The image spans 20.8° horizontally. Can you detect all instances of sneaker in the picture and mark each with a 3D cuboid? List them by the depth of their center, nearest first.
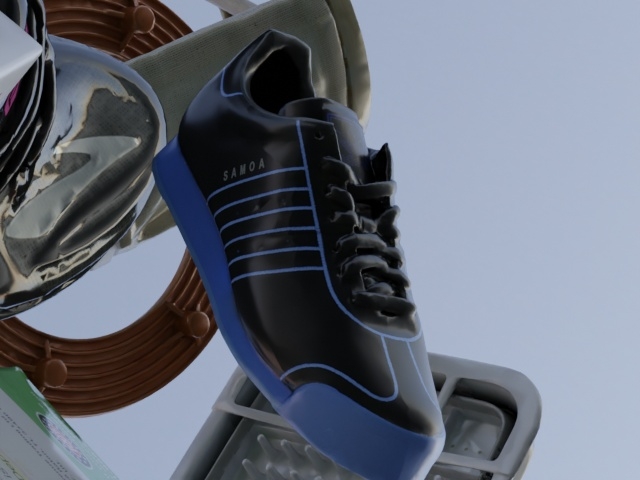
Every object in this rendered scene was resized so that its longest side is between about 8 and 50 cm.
[{"bbox_3d":[0.000,0.000,0.761,0.081,0.232,0.090,14,-58,-44],"label":"sneaker"},{"bbox_3d":[-0.196,-0.056,0.819,0.483,0.202,0.185,4,-105,-65],"label":"sneaker"}]

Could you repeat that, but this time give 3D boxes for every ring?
[{"bbox_3d":[-0.172,-0.034,1.303,0.337,0.032,0.336,1,-91,-43],"label":"ring"}]

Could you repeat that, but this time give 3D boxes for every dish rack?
[{"bbox_3d":[0.001,0.228,1.309,0.333,0.285,0.072,-58,-42,-29],"label":"dish rack"}]

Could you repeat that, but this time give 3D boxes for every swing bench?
[{"bbox_3d":[-0.118,-0.097,1.411,0.253,0.255,0.165,-25,-73,-22],"label":"swing bench"}]

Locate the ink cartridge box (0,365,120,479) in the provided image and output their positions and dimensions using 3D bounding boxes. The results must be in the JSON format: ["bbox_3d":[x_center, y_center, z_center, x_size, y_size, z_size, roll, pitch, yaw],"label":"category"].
[{"bbox_3d":[-0.088,0.114,0.447,0.093,0.212,0.154,-44,-97,0],"label":"ink cartridge box"}]

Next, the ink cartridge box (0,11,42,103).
[{"bbox_3d":[-0.133,-0.016,0.406,0.061,0.104,0.181,41,-70,-3],"label":"ink cartridge box"}]
